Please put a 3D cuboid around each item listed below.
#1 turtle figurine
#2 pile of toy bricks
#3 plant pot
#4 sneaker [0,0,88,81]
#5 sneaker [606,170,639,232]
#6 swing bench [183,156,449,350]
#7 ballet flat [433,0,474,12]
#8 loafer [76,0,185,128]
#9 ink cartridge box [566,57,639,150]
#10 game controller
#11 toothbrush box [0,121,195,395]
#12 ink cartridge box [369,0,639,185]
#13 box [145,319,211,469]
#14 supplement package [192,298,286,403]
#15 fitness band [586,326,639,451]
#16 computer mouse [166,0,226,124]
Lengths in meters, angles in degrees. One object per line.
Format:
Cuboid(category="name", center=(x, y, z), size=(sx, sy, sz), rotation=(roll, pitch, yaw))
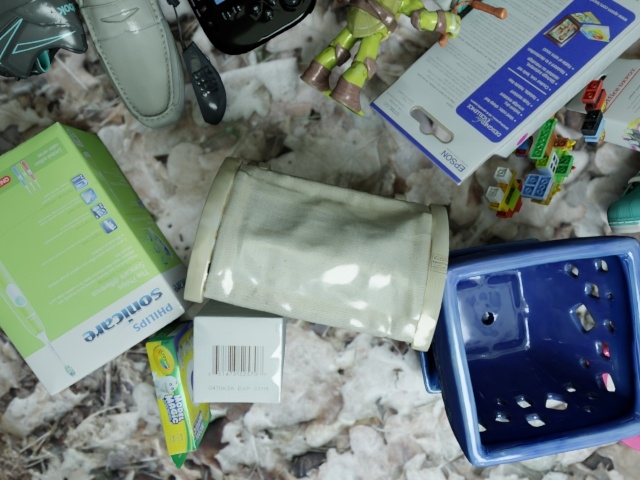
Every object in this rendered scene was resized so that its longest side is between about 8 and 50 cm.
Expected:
Cuboid(category="turtle figurine", center=(0.076, -0.277, 0.605), size=(0.269, 0.087, 0.217), rotation=(38, 105, 22))
Cuboid(category="pile of toy bricks", center=(0.334, -0.120, 0.669), size=(0.105, 0.118, 0.212), rotation=(33, 80, -43))
Cuboid(category="plant pot", center=(0.246, 0.116, 0.613), size=(0.235, 0.212, 0.236), rotation=(-10, 95, -6))
Cuboid(category="sneaker", center=(-0.436, -0.253, 0.617), size=(0.267, 0.101, 0.106), rotation=(-18, 123, 13))
Cuboid(category="sneaker", center=(0.526, -0.117, 0.669), size=(0.302, 0.108, 0.121), rotation=(-28, 94, -7))
Cuboid(category="swing bench", center=(0.000, 0.000, 0.576), size=(0.253, 0.255, 0.165), rotation=(13, 94, -3))
Cuboid(category="ballet flat", center=(0.279, -0.489, 0.619), size=(0.400, 0.139, 0.139), rotation=(-44, 95, 5))
Cuboid(category="loafer", center=(-0.267, -0.306, 0.612), size=(0.112, 0.111, 0.320), rotation=(-21, 95, 0))
Cuboid(category="ink cartridge box", center=(0.457, -0.184, 0.648), size=(0.104, 0.181, 0.061), rotation=(-51, 131, 2))
Cuboid(category="game controller", center=(-0.136, -0.420, 0.632), size=(0.166, 0.067, 0.319), rotation=(-27, 94, 0))
Cuboid(category="toothbrush box", center=(-0.331, 0.022, 0.632), size=(0.206, 0.122, 0.283), rotation=(-33, 94, 0))
Cuboid(category="ink cartridge box", center=(0.261, -0.244, 0.629), size=(0.371, 0.069, 0.176), rotation=(-41, 67, 0))
Cuboid(category="box", center=(-0.194, 0.213, 0.661), size=(0.043, 0.105, 0.179), rotation=(-8, 95, -1))
Cuboid(category="supplement package", center=(-0.099, 0.131, 0.620), size=(0.105, 0.179, 0.105), rotation=(1, 94, -2))
Cuboid(category="fitness band", center=(0.551, 0.196, 0.716), size=(0.290, 0.054, 0.209), rotation=(-35, 95, 2))
Cuboid(category="computer mouse", center=(-0.174, -0.277, 0.636), size=(0.041, 0.071, 0.242), rotation=(-18, 100, -7))
